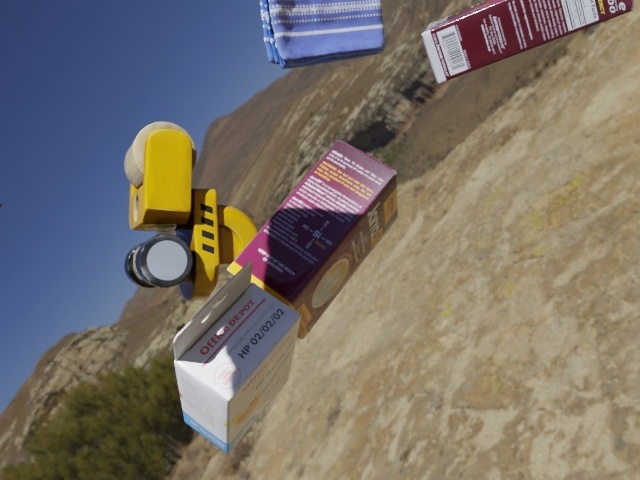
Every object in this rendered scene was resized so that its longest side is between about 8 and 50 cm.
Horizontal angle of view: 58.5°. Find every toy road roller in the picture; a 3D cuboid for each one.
[{"bbox_3d":[-0.248,-0.049,1.116,0.202,0.240,0.330,-11,81,63],"label":"toy road roller"}]

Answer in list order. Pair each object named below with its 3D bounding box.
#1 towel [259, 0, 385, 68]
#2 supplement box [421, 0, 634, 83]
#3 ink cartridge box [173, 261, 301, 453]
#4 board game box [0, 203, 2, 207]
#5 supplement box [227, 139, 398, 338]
[{"bbox_3d":[0.005,-0.458,0.910,0.243,0.336,0.040,-18,23,-31],"label":"towel"},{"bbox_3d":[0.261,-0.292,0.749,0.239,0.073,0.130,-16,20,21],"label":"supplement box"},{"bbox_3d":[-0.075,0.114,0.533,0.104,0.061,0.181,-48,-18,-34],"label":"ink cartridge box"},{"bbox_3d":[-0.755,-0.078,1.145,0.048,0.170,0.141,-29,32,26],"label":"board game box"},{"bbox_3d":[0.000,0.000,0.622,0.188,0.081,0.104,-51,-22,-15],"label":"supplement box"}]
